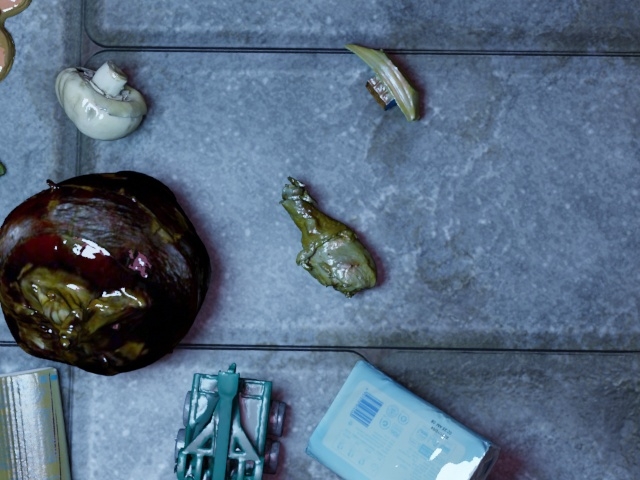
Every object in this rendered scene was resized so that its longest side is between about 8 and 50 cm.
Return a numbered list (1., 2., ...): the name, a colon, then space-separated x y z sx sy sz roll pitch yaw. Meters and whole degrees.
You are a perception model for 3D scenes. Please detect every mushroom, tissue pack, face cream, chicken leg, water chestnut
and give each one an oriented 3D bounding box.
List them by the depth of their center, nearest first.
1. water chestnut: -0.344 0.072 1.720 0.335 0.347 0.335 4 126 5
2. tissue pack: 0.127 0.327 1.764 0.263 0.089 0.177 30 87 31
3. face cream: -0.477 0.354 1.830 0.139 0.067 0.285 -8 85 1
4. mushroom: -0.355 -0.232 1.834 0.154 0.154 0.122 32 112 3
5. chicken leg: 0.000 0.000 1.841 0.103 0.088 0.227 -42 89 11

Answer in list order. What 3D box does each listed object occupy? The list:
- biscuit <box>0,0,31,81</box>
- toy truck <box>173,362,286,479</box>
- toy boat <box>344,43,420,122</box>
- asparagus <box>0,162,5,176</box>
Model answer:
1. biscuit: -0.599 -0.421 1.906 0.216 0.047 0.339 -8 85 1
2. toy truck: -0.157 0.371 1.772 0.177 0.178 0.363 6 88 1
3. toy boat: 0.106 -0.266 1.874 0.066 0.065 0.172 -40 83 17
4. asparagus: -0.580 -0.179 1.889 0.045 0.041 0.178 -31 83 43
